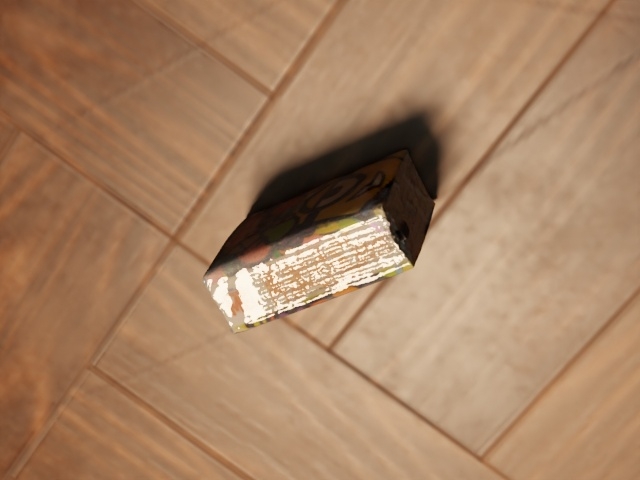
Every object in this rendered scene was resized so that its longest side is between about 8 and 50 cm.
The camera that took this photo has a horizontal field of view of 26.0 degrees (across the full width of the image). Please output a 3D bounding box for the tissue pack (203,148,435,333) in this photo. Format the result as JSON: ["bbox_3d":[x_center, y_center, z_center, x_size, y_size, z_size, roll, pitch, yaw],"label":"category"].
[{"bbox_3d":[0.000,0.000,0.556,0.083,0.063,0.035,-21,109,21],"label":"tissue pack"}]
